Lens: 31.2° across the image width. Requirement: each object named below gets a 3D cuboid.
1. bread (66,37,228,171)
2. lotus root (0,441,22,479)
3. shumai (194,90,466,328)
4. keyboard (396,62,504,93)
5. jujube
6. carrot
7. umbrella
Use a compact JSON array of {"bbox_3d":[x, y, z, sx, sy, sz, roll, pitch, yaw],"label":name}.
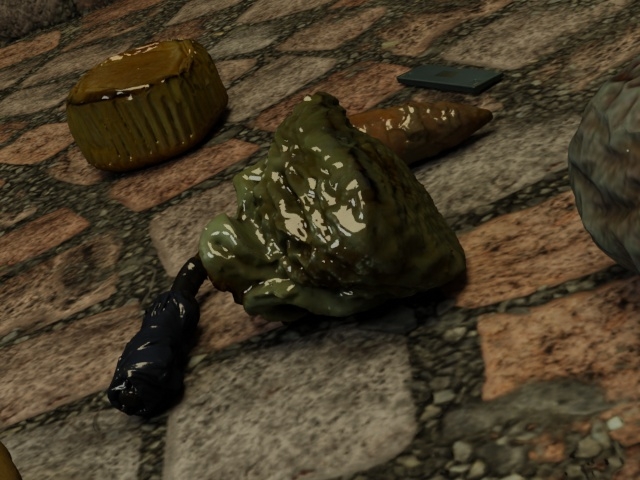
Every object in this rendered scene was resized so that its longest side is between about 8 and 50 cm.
[{"bbox_3d":[-0.271,-0.213,1.779,0.227,0.142,0.253,-15,23,18],"label":"bread"},{"bbox_3d":[-0.303,0.230,0.933,0.125,0.118,0.221,-53,27,9],"label":"lotus root"},{"bbox_3d":[0.001,-0.001,1.136,0.218,0.189,0.256,-37,39,8],"label":"shumai"},{"bbox_3d":[0.178,-0.227,1.592,0.055,0.014,0.176,-32,27,-23],"label":"keyboard"},{"bbox_3d":[0.329,-0.050,0.894,0.226,0.226,0.317,-25,20,-7],"label":"jujube"},{"bbox_3d":[0.082,-0.117,1.378,0.263,0.102,0.102,-16,25,-2],"label":"carrot"},{"bbox_3d":[-0.153,0.094,1.166,0.071,0.071,0.248,-15,22,15],"label":"umbrella"}]
